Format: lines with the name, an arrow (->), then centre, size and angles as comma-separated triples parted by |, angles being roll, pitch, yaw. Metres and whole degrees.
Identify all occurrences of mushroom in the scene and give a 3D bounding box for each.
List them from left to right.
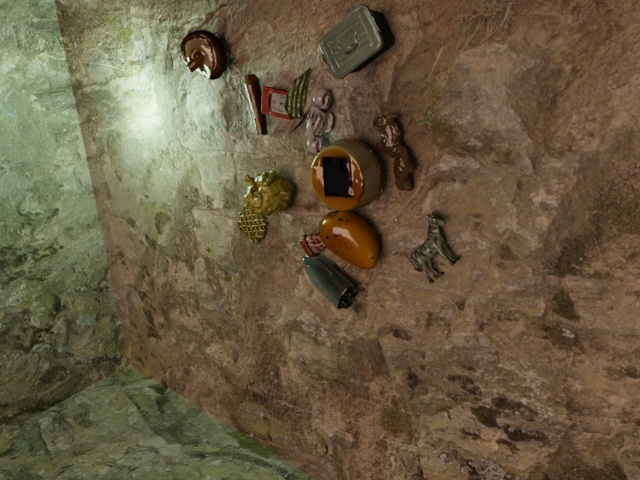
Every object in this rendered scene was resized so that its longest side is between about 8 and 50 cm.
mushroom -> -0.508, -0.832, 2.066 | 0.231, 0.138, 0.194 | 39, 115, 6

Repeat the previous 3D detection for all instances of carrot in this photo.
carrot -> -0.280, -0.587, 2.015 | 0.070, 0.070, 0.261 | 3, 110, 38

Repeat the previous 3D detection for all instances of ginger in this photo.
ginger -> 0.270, -0.312, 1.670 | 0.122, 0.084, 0.291 | -16, 98, 35

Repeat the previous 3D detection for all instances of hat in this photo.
hat -> 0.000, 0.000, 2.013 | 0.162, 0.093, 0.112 | -24, 103, 36

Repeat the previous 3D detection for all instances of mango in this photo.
mango -> 0.126, -0.008, 1.865 | 0.290, 0.159, 0.191 | 45, 120, 11

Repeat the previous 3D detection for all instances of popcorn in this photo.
popcorn -> -0.236, -0.216, 2.050 | 0.234, 0.181, 0.217 | -21, 94, 42

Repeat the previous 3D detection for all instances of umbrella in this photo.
umbrella -> -0.079, -0.498, 1.919 | 0.148, 0.022, 0.022 | -35, 58, 42

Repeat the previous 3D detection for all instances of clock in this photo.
clock -> -0.170, -0.576, 1.936 | 0.154, 0.061, 0.113 | 21, 120, 27

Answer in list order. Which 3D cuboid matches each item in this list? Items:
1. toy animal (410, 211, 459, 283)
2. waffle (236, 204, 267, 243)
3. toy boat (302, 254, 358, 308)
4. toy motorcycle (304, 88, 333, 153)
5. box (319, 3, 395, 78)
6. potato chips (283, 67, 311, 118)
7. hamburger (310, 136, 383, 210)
toy animal -> 0.428, 0.034, 1.688 | 0.169, 0.089, 0.255 | 36, 124, 28
waffle -> -0.338, -0.082, 2.285 | 0.183, 0.036, 0.169 | 43, 126, 15
toy boat -> 0.027, 0.165, 2.060 | 0.319, 0.092, 0.141 | 42, 130, 27
toy motorcycle -> -0.014, -0.466, 1.821 | 0.112, 0.112, 0.255 | 24, 120, 30
box -> 0.132, -0.683, 1.600 | 0.243, 0.135, 0.163 | -25, 92, 41
potato chips -> -0.092, -0.589, 1.850 | 0.028, 0.091, 0.208 | 53, 136, 45
hamburger -> 0.100, -0.251, 1.772 | 0.293, 0.179, 0.276 | 5, 113, 34
